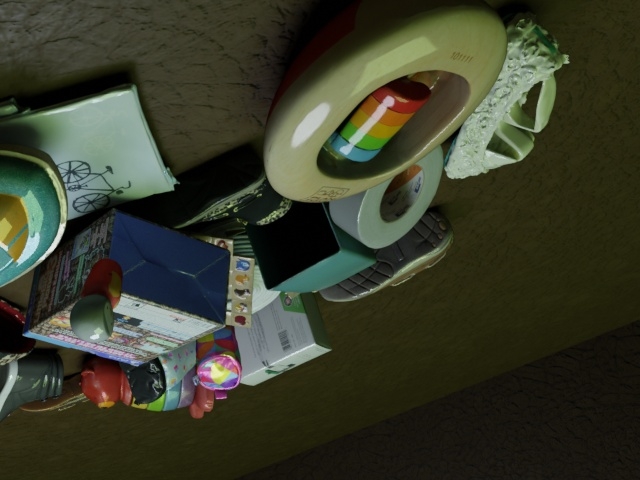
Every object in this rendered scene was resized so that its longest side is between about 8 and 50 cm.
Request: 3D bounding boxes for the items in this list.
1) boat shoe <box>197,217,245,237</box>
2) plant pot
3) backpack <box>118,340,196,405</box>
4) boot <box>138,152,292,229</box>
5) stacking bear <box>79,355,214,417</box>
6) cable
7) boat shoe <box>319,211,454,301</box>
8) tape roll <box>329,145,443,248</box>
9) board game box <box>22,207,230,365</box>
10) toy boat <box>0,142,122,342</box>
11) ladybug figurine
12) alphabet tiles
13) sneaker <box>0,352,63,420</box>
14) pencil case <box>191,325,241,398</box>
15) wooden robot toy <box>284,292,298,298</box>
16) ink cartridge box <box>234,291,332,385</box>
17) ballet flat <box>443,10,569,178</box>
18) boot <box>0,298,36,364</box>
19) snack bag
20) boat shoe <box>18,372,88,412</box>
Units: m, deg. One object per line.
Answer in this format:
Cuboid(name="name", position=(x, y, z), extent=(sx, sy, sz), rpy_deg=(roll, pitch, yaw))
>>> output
Cuboid(name="boat shoe", position=(-0.185, -0.013, 1.729), extent=(0.100, 0.035, 0.035), rpy_deg=(-20, 156, 0))
Cuboid(name="plant pot", position=(0.000, 0.000, 1.750), extent=(0.165, 0.165, 0.234), rpy_deg=(-30, 158, 22))
Cuboid(name="backpack", position=(-0.344, 0.253, 1.998), extent=(0.115, 0.152, 0.182), rpy_deg=(-5, -161, 22))
Cuboid(name="boot", position=(-0.174, -0.057, 1.590), extent=(0.236, 0.085, 0.178), rpy_deg=(-23, 159, 12))
Cuboid(name="stacking bear", position=(-0.406, 0.323, 2.131), extent=(0.289, 0.164, 0.175), rpy_deg=(2, 160, -19))
Cuboid(name="cable", position=(-0.195, 0.083, 1.858), extent=(0.257, 0.089, 0.257), rpy_deg=(-23, 155, 9))
Cuboid(name="boat shoe", position=(0.148, 0.052, 2.013), extent=(0.324, 0.123, 0.116), rpy_deg=(-24, 158, 14))
Cuboid(name="tape roll", position=(0.117, -0.097, 1.604), extent=(0.219, 0.072, 0.219), rpy_deg=(-34, 144, -30))
Cuboid(name="board game box", position=(-0.331, 0.091, 1.581), extent=(0.232, 0.141, 0.291), rpy_deg=(22, 147, -35))
Cuboid(name="toy boat", position=(-0.407, 0.015, 1.271), extent=(0.318, 0.148, 0.267), rpy_deg=(37, 118, -24))
Cuboid(name="ladybug figurine", position=(0.070, -0.215, 1.336), extent=(0.305, 0.162, 0.449), rpy_deg=(2, 148, -40))
Cuboid(name="alphabet tiles", position=(-0.223, 0.072, 1.722), extent=(0.198, 0.009, 0.237), rpy_deg=(9, 134, 2))
Cuboid(name="sneaker", position=(-0.654, 0.339, 2.038), extent=(0.147, 0.104, 0.296), rpy_deg=(6, 142, -34))
Cuboid(name="pencil case", position=(-0.221, 0.224, 1.962), extent=(0.104, 0.236, 0.104), rpy_deg=(-4, 120, -6))
Cuboid(name="wooden robot toy", position=(-0.010, 0.057, 1.954), extent=(0.173, 0.076, 0.079), rpy_deg=(-48, -165, -8))
Cuboid(name="ink cartridge box", position=(-0.107, 0.217, 2.120), extent=(0.219, 0.160, 0.092), rpy_deg=(-26, 155, 18))
Cuboid(name="ballet flat", position=(0.303, -0.201, 1.531), extent=(0.147, 0.147, 0.409), rpy_deg=(-14, 155, -11))
Cuboid(name="boot", position=(-0.717, 0.197, 1.653), extent=(0.284, 0.138, 0.377), rpy_deg=(-23, 159, 11))
Cuboid(name="snack bag", position=(-0.401, -0.112, 1.361), extent=(0.342, 0.037, 0.323), rpy_deg=(-17, 156, -5))
Cuboid(name="boat shoe", position=(-0.605, 0.363, 2.166), extent=(0.207, 0.073, 0.073), rpy_deg=(-11, 152, -17))
